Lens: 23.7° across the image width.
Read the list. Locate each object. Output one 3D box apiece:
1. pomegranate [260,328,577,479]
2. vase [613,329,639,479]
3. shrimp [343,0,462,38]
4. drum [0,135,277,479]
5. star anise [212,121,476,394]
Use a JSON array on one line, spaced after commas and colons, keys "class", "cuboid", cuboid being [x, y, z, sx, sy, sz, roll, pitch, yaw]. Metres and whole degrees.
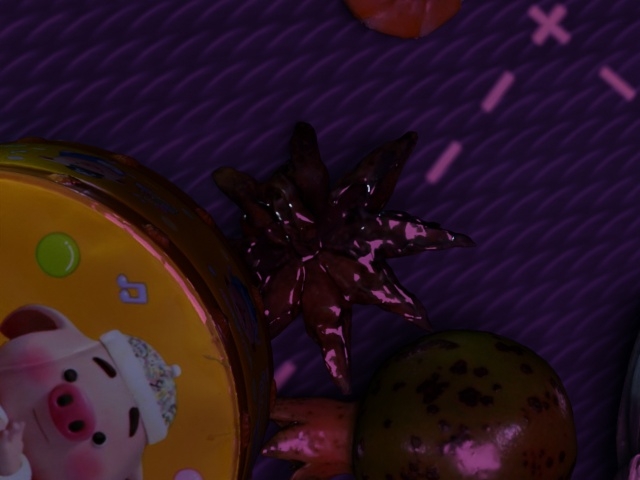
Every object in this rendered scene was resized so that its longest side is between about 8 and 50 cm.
[{"class": "pomegranate", "cuboid": [0.092, 0.192, 1.385, 0.285, 0.231, 0.231, -7, 99, -11]}, {"class": "vase", "cuboid": [0.404, 0.280, 1.466, 0.249, 0.250, 0.446, 0, 104, -12]}, {"class": "shrimp", "cuboid": [0.059, -0.326, 1.393, 0.152, 0.063, 0.287, -21, 105, -11]}, {"class": "drum", "cuboid": [-0.253, 0.127, 1.264, 0.431, 0.214, 0.431, 1, 100, 3]}, {"class": "star anise", "cuboid": [0.000, 0.000, 1.364, 0.271, 0.102, 0.272, -4, 74, 13]}]
